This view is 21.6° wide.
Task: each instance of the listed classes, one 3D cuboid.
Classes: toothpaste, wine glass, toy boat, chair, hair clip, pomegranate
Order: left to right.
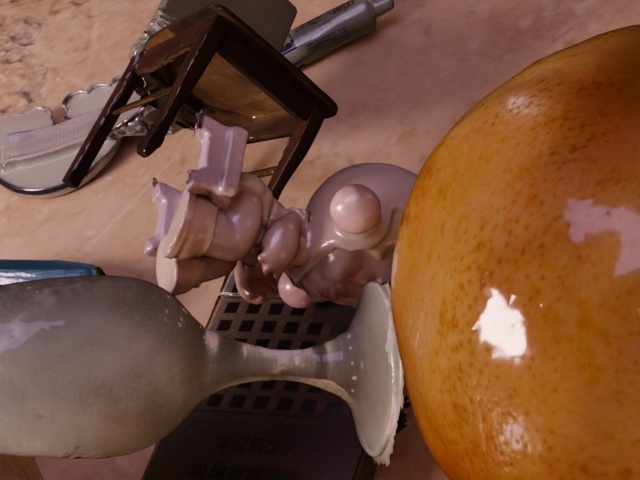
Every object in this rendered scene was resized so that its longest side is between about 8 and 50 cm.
[{"bbox_3d":[-0.257,0.060,1.523,0.185,0.077,0.075,1,7,25],"label":"toy boat"},{"bbox_3d":[-0.253,-0.108,1.697,0.220,0.054,0.140,-18,47,9],"label":"hair clip"},{"bbox_3d":[-0.099,0.092,1.211,0.321,0.143,0.143,3,42,-13],"label":"wine glass"},{"bbox_3d":[-0.084,-0.156,1.542,0.186,0.160,0.319,-12,46,53],"label":"chair"},{"bbox_3d":[-0.031,-0.191,1.696,0.233,0.038,0.060,-26,39,1],"label":"toothpaste"},{"bbox_3d":[0.252,0.028,1.104,0.416,0.417,0.417,-12,44,12],"label":"pomegranate"}]

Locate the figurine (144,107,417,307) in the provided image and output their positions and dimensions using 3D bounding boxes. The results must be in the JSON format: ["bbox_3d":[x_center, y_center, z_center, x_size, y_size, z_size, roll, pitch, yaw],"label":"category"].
[{"bbox_3d":[-0.002,-0.005,1.325,0.256,0.182,0.144,13,38,-17],"label":"figurine"}]

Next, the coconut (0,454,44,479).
[{"bbox_3d":[-0.336,0.235,1.258,0.244,0.239,0.239,-26,43,4],"label":"coconut"}]

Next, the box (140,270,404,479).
[{"bbox_3d":[-0.025,0.119,1.376,0.180,0.047,0.325,2,49,24],"label":"box"}]
